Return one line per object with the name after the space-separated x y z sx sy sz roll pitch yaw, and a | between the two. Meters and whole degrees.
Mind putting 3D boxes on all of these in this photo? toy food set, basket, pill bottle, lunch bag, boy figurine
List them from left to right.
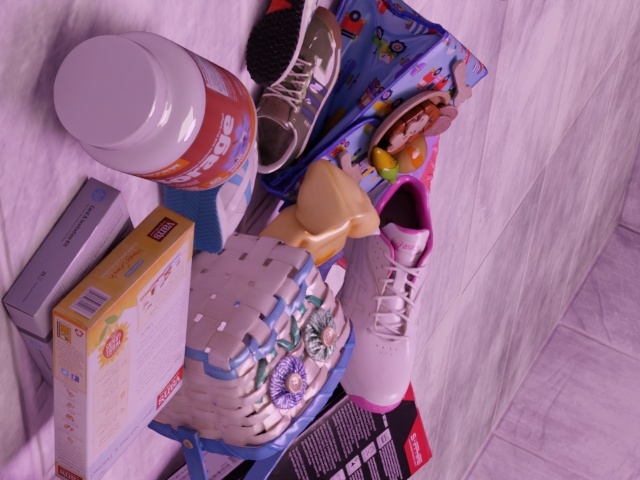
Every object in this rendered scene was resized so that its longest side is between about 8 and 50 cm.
-0.142 -0.112 1.441 0.121 0.121 0.216 -66 163 3 | pill bottle
-0.080 0.155 1.855 0.255 0.201 0.289 -55 150 -34 | basket
0.000 0.000 1.944 0.177 0.092 0.285 -19 157 -26 | boy figurine
0.039 -0.145 1.988 0.293 0.138 0.221 -53 162 7 | lunch bag
0.109 -0.122 1.945 0.192 0.038 0.132 -39 161 -5 | toy food set

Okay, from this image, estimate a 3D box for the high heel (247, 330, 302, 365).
-0.077 0.218 2.191 0.186 0.093 0.261 20 108 -42 | high heel

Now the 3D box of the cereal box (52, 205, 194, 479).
-0.189 0.106 1.596 0.173 0.047 0.240 -49 158 -42 | cereal box

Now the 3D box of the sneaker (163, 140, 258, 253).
-0.107 -0.089 1.664 0.228 0.087 0.092 103 12 -54 | sneaker

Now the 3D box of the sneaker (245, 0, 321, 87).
-0.025 -0.235 1.733 0.075 0.057 0.161 -15 125 -61 | sneaker

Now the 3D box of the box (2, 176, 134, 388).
-0.222 0.048 1.566 0.145 0.038 0.186 -57 163 -23 | box

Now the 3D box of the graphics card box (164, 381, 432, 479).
-0.032 0.302 2.136 0.371 0.094 0.232 -40 137 -23 | graphics card box

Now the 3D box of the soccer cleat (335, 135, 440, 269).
0.112 -0.097 2.234 0.318 0.116 0.108 -63 164 -6 | soccer cleat

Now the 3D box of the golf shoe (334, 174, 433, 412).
0.079 0.057 2.057 0.140 0.115 0.306 126 -30 -59 | golf shoe

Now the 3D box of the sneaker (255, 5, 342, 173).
-0.032 -0.154 1.809 0.086 0.064 0.192 -48 159 -57 | sneaker
